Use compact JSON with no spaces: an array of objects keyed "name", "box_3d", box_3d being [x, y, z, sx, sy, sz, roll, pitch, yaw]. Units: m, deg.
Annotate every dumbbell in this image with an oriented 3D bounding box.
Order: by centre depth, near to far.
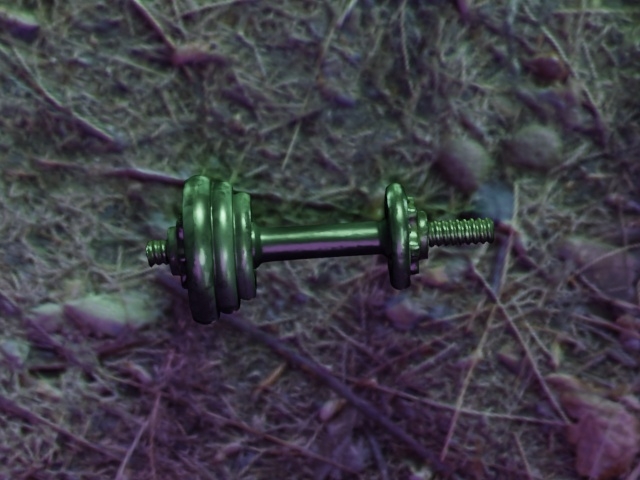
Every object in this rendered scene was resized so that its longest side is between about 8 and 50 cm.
[{"name":"dumbbell","box_3d":[0.000,0.000,1.168,0.254,0.110,0.110,-4,114,-1]}]
